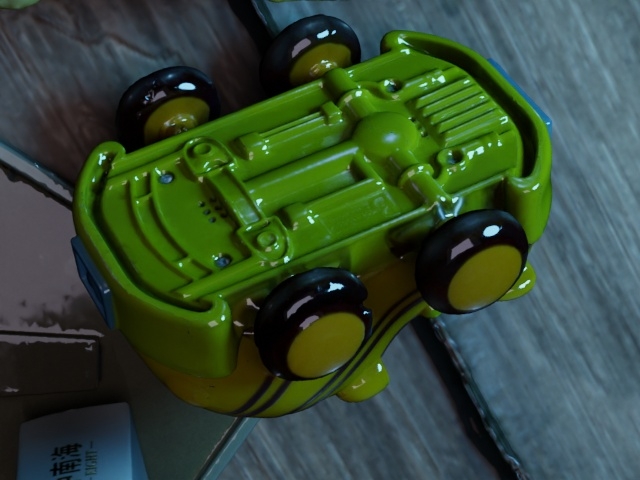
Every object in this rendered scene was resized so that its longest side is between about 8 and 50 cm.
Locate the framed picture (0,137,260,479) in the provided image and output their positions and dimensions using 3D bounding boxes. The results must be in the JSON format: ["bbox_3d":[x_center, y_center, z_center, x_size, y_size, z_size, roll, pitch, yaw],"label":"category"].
[{"bbox_3d":[-0.152,0.064,0.942,0.250,0.016,0.184,32,98,-16],"label":"framed picture"}]

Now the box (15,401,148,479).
[{"bbox_3d":[-0.110,0.229,0.909,0.067,0.155,0.243,-10,114,-4],"label":"box"}]

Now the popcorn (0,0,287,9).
[{"bbox_3d":[-0.090,-0.259,0.760,0.334,0.294,0.292,3,149,-8],"label":"popcorn"}]

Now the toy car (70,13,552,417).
[{"bbox_3d":[0.000,0.000,0.875,0.247,0.200,0.142,-20,137,-13],"label":"toy car"}]
